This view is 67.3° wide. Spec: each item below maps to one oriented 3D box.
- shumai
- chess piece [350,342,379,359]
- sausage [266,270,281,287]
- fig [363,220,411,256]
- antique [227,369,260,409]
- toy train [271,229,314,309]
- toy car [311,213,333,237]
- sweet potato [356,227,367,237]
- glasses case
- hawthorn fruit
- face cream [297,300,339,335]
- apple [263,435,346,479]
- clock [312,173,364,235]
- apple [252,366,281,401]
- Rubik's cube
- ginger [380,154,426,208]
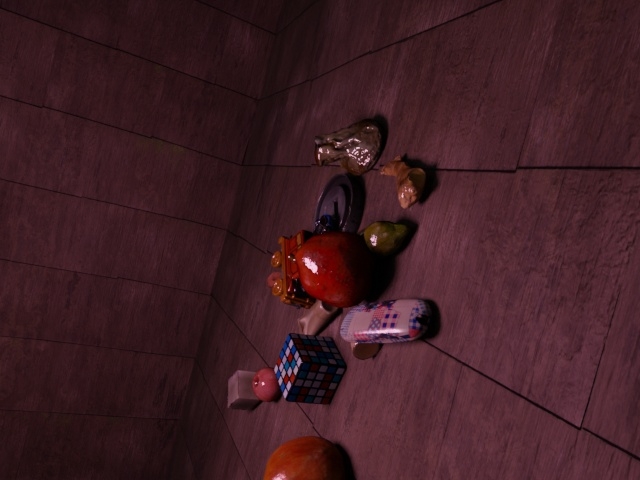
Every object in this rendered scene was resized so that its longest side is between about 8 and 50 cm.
[{"bbox_3d":[0.102,-0.372,1.858,0.272,0.203,0.222,-43,42,44],"label":"shumai"},{"bbox_3d":[0.130,0.304,1.602,0.094,0.094,0.171,-64,24,25],"label":"chess piece"},{"bbox_3d":[-0.189,0.175,2.342,0.304,0.078,0.078,-29,53,60],"label":"sausage"},{"bbox_3d":[0.219,-0.020,1.549,0.156,0.123,0.123,-37,43,31],"label":"fig"},{"bbox_3d":[-0.368,0.735,2.350,0.152,0.147,0.147,-51,36,42],"label":"antique"},{"bbox_3d":[-0.090,0.110,2.077,0.231,0.163,0.369,-41,42,39],"label":"toy train"},{"bbox_3d":[0.000,0.000,1.887,0.216,0.063,0.103,-66,28,10],"label":"toy car"},{"bbox_3d":[0.111,0.036,1.784,0.244,0.077,0.077,-59,30,35],"label":"sweet potato"},{"bbox_3d":[0.188,0.245,1.441,0.327,0.076,0.125,-16,37,46],"label":"glasses case"},{"bbox_3d":[0.034,0.088,1.635,0.265,0.307,0.266,13,-90,-84],"label":"hawthorn fruit"},{"bbox_3d":[-0.025,0.322,1.936,0.341,0.084,0.138,126,138,-52],"label":"face cream"},{"bbox_3d":[-0.067,0.797,1.556,0.301,0.301,0.302,-39,44,52],"label":"apple"},{"bbox_3d":[0.067,-0.110,1.954,0.325,0.067,0.325,-40,43,52],"label":"clock"},{"bbox_3d":[-0.240,0.645,2.161,0.153,0.119,0.154,-40,43,51],"label":"apple"},{"bbox_3d":[-0.043,0.469,1.762,0.184,0.187,0.182,-69,26,19],"label":"Rubik's cube"},{"bbox_3d":[0.268,-0.199,1.576,0.294,0.086,0.131,-115,35,-64],"label":"ginger"}]
